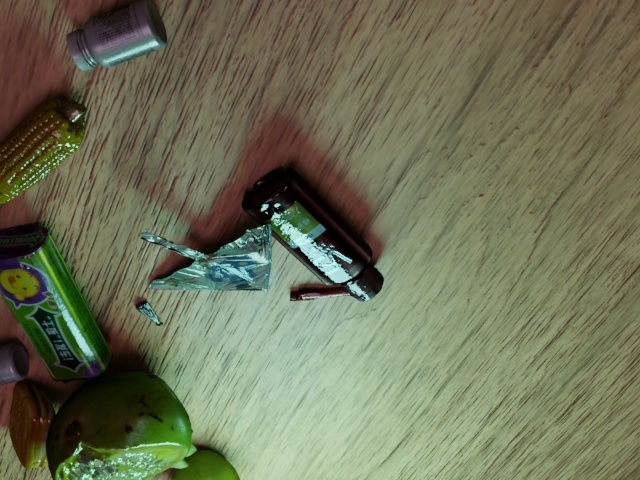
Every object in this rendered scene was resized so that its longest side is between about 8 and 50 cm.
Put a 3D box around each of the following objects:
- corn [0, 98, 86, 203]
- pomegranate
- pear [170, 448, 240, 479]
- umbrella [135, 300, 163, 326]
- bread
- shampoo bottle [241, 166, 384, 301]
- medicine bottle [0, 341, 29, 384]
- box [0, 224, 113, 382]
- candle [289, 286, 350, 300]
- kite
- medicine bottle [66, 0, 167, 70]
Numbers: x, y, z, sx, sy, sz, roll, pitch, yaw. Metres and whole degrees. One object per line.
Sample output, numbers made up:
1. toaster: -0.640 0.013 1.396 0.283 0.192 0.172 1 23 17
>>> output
1. corn: -0.487 -0.148 1.412 0.261 0.097 0.097 -34 124 22
2. pomegranate: -0.414 0.400 1.807 0.309 0.216 0.358 -33 155 18
3. pear: -0.269 0.613 1.972 0.187 0.220 0.187 -5 131 -6
4. umbrella: -0.350 0.149 1.716 0.031 0.020 0.083 -25 132 15
5. bread: -0.628 0.403 1.840 0.077 0.116 0.200 -7 134 -32
6. shampoo bottle: 0.000 0.000 1.587 0.129 0.084 0.323 -29 126 23
7. medicine bottle: -0.676 0.262 1.734 0.130 0.080 0.080 -14 129 7
8. box: -0.523 0.130 1.634 0.134 0.097 0.345 -6 130 10
9. candle: 0.020 0.108 1.716 0.167 0.021 0.026 -5 130 -1
10. kite: -0.207 0.038 1.603 0.335 0.011 0.314 -28 140 32
11. medicine bottle: -0.315 -0.315 1.303 0.140 0.079 0.079 -18 128 9
